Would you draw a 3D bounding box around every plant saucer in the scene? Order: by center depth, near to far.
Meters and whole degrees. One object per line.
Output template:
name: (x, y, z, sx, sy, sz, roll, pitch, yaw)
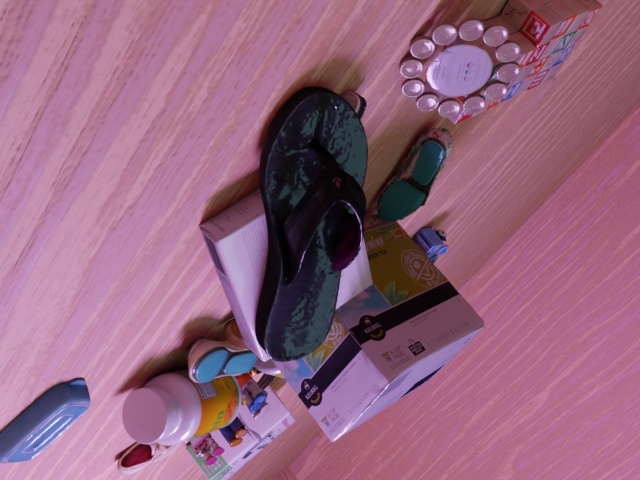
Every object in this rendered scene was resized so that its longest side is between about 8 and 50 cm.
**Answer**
plant saucer: (-0.149, 0.177, 1.438, 0.083, 0.083, 0.015, -27, 146, -40)

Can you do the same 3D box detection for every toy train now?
toy train: (0.272, 0.039, 2.016, 0.105, 0.080, 0.184, -9, 146, -45)

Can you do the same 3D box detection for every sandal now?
sandal: (0.002, 0.001, 1.054, 0.167, 0.107, 0.446, -15, 127, -30)
sandal: (-0.137, 0.317, 1.848, 0.219, 0.060, 0.090, -56, 169, -3)

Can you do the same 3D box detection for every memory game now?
memory game: (0.209, -0.256, 1.100, 0.186, 0.012, 0.186, -1, 143, -1)

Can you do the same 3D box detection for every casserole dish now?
casserole dish: (-0.444, 0.296, 1.172, 0.188, 0.037, 0.114, -41, 162, 1)

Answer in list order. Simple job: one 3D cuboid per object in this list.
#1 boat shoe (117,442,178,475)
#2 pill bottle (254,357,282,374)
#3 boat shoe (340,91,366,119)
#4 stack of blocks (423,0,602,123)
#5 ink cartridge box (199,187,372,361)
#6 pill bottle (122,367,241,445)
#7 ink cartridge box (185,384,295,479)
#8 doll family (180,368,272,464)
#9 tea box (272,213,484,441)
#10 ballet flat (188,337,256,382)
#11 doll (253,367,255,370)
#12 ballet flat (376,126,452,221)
boat shoe: (-0.386, 0.476, 1.677, 0.170, 0.063, 0.059, -33, 167, -22)
pill bottle: (-0.086, 0.259, 1.704, 0.117, 0.117, 0.215, -41, 163, -1)
boat shoe: (0.023, -0.159, 1.066, 0.038, 0.046, 0.125, 0, 128, -58)
stack of blocks: (0.324, -0.324, 1.236, 0.297, 0.087, 0.171, -29, 158, -35)
ink cartridge box: (-0.042, 0.027, 1.160, 0.238, 0.060, 0.275, -34, 135, -22)
pill bottle: (-0.270, 0.322, 1.432, 0.136, 0.136, 0.245, -46, 162, 15)
ink cartridge box: (-0.222, 0.555, 2.113, 0.289, 0.121, 0.211, -39, 163, -10)
doll family: (-0.208, 0.356, 1.614, 0.263, 0.163, 0.118, -52, 151, 14)
tea box: (0.080, 0.152, 1.439, 0.329, 0.324, 0.220, -19, 151, -46)
ballet flat: (-0.210, 0.229, 1.433, 0.086, 0.086, 0.248, -44, 160, 7)
doll: (-0.204, 0.337, 1.757, 0.189, 0.046, 0.129, -43, 154, -18)
ballet flat: (0.192, -0.129, 1.443, 0.241, 0.091, 0.077, -54, -179, 44)
